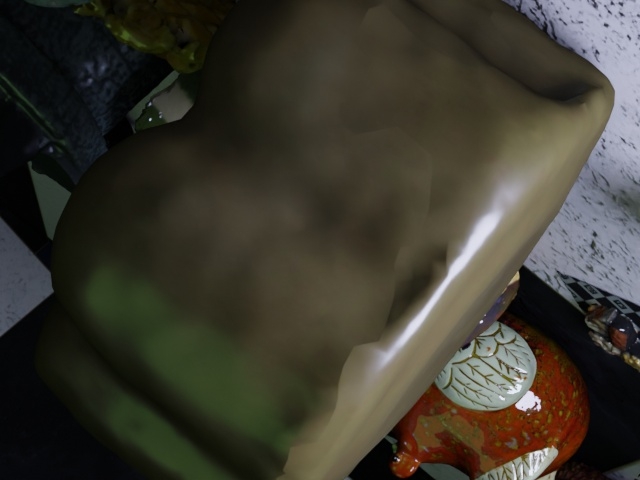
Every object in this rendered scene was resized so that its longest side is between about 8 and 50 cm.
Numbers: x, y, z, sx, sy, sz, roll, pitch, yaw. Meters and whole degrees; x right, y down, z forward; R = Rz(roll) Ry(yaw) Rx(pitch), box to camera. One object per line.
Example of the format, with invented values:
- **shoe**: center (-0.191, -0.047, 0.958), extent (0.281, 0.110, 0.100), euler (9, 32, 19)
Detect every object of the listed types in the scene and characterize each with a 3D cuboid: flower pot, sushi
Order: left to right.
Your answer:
- **flower pot**: center (-0.312, -0.184, 1.835), extent (0.299, 0.283, 0.299), euler (41, 164, 14)
- **sushi**: center (0.299, 0.094, 1.658), extent (0.120, 0.026, 0.126), euler (26, 160, 47)

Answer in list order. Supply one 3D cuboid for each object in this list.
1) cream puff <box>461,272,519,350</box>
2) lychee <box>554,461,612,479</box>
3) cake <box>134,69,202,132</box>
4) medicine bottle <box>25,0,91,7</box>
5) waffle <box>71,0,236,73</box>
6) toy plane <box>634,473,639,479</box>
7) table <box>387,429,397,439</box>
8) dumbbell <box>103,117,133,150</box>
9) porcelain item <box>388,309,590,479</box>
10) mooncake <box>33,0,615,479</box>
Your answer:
- **cream puff**: center (0.114, 0.042, 1.675), extent (0.129, 0.189, 0.189), euler (49, 165, -7)
- **lychee**: center (0.351, 0.401, 2.153), extent (0.188, 0.188, 0.188), euler (37, 166, 11)
- **cake**: center (-0.142, -0.112, 1.899), extent (0.172, 0.158, 0.283), euler (27, 160, 45)
- **medicine bottle**: center (-0.260, -0.345, 1.321), extent (0.245, 0.245, 0.290), euler (32, 171, 29)
- **waffle**: center (-0.173, -0.241, 1.549), extent (0.312, 0.060, 0.307), euler (32, -165, 5)
- **toy plane**: center (0.424, 0.299, 1.899), extent (0.130, 0.061, 0.189), euler (35, 161, 23)
- **table**: center (0.072, 0.134, 2.071), extent (0.193, 0.169, 0.172), euler (19, 155, 54)
- **dumbbell**: center (-0.336, -0.163, 2.277), extent (0.124, 0.140, 0.225), euler (2, 161, 2)
- **porcelain item**: center (0.175, 0.199, 1.885), extent (0.253, 0.253, 0.253), euler (37, 166, 11)
- **mooncake**: center (0.004, 0.000, 1.257), extent (0.262, 0.467, 0.467), euler (39, 166, 11)
